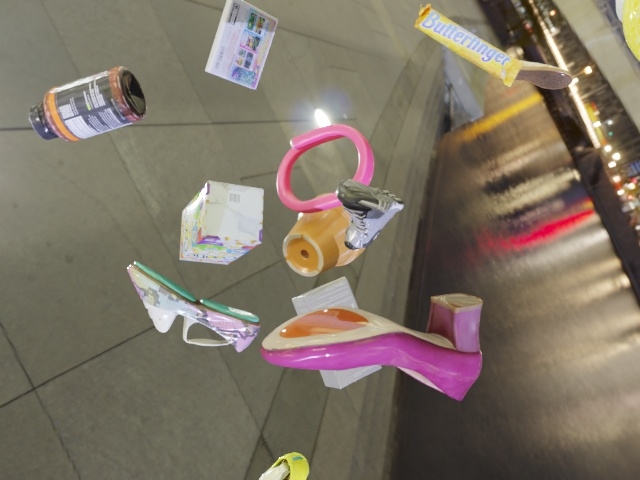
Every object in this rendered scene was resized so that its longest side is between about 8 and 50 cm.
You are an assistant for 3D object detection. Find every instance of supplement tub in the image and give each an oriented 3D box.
[{"bbox_3d":[-0.436,-0.249,1.105,0.106,0.197,0.106,-14,90,-81],"label":"supplement tub"}]

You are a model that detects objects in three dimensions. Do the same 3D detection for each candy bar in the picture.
[{"bbox_3d":[0.197,-0.263,0.795,0.161,0.040,0.018,29,-5,-7],"label":"candy bar"}]

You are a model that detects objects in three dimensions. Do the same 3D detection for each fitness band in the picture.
[{"bbox_3d":[0.005,-0.183,1.519,0.054,0.290,0.209,14,67,-53],"label":"fitness band"}]

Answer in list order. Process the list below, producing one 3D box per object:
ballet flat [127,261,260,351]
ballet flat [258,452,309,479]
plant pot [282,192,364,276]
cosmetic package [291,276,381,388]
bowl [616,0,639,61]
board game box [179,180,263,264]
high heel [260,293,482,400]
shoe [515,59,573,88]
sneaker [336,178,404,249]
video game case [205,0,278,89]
[{"bbox_3d":[-0.196,0.111,0.886,0.221,0.079,0.077,28,-2,-22],"label":"ballet flat"},{"bbox_3d":[-0.117,0.481,1.093,0.077,0.231,0.077,44,0,33],"label":"ballet flat"},{"bbox_3d":[0.000,0.000,1.611,0.188,0.205,0.205,-40,103,-48],"label":"plant pot"},{"bbox_3d":[0.038,0.224,1.429,0.127,0.107,0.238,-23,87,-23],"label":"cosmetic package"},{"bbox_3d":[0.674,-0.467,1.137,0.289,0.289,0.156,41,0,-39],"label":"bowl"},{"bbox_3d":[-0.259,-0.036,1.514,0.144,0.275,0.142,7,75,-24],"label":"board game box"},{"bbox_3d":[0.090,0.190,0.868,0.376,0.127,0.182,-3,105,-24],"label":"high heel"},{"bbox_3d":[0.636,-0.502,1.753,0.077,0.218,0.058,77,29,-58],"label":"shoe"},{"bbox_3d":[0.078,-0.038,1.145,0.086,0.132,0.228,39,17,26],"label":"sneaker"},{"bbox_3d":[-0.163,-0.410,1.239,0.019,0.157,0.143,27,13,33],"label":"video game case"}]
